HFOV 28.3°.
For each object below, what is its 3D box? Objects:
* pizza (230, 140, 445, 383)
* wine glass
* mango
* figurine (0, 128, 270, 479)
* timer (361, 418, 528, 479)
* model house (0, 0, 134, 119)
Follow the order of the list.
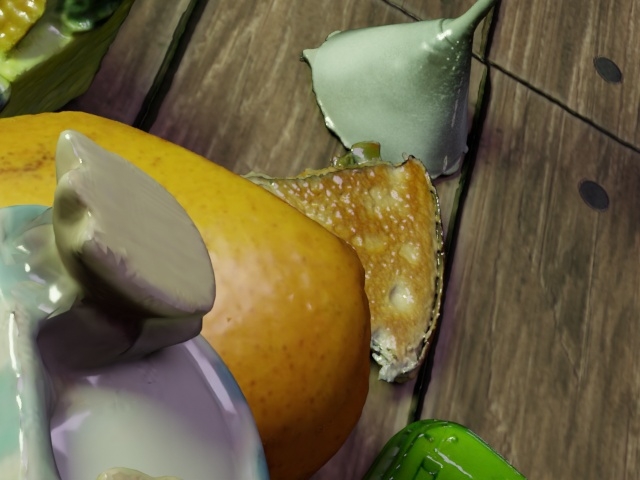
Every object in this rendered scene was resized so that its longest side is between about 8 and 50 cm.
[{"bbox_3d":[0.000,0.000,0.869,0.195,0.052,0.185,21,57,-26],"label":"pizza"},{"bbox_3d":[0.110,-0.163,0.928,0.156,0.232,0.156,17,52,-23],"label":"wine glass"},{"bbox_3d":[-0.139,0.037,0.665,0.350,0.201,0.199,9,22,-20],"label":"mango"},{"bbox_3d":[-0.097,0.158,0.516,0.378,0.361,0.266,26,42,-52],"label":"figurine"},{"bbox_3d":[0.088,0.186,0.799,0.140,0.047,0.128,42,47,-1],"label":"timer"},{"bbox_3d":[-0.241,-0.142,0.730,0.194,0.170,0.211,43,47,-3],"label":"model house"}]
